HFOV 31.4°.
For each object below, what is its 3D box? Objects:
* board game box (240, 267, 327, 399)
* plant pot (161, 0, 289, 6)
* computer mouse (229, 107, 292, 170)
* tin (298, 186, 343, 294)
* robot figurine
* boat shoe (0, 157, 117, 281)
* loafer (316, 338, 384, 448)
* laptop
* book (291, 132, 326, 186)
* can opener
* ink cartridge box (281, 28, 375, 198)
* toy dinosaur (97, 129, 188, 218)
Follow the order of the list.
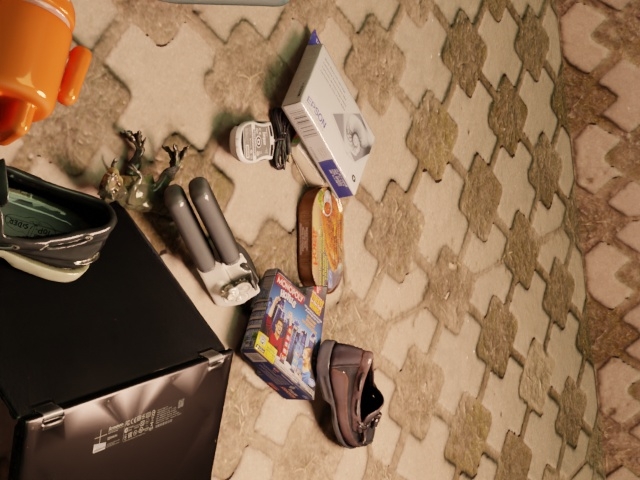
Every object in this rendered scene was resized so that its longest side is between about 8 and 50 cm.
[{"bbox_3d":[-0.057,0.135,1.881,0.194,0.060,0.194,49,47,-45],"label":"board game box"},{"bbox_3d":[-0.142,-0.452,1.626,0.252,0.247,0.248,66,28,-76],"label":"plant pot"},{"bbox_3d":[-0.103,-0.164,1.851,0.193,0.042,0.106,-12,103,-64],"label":"computer mouse"},{"bbox_3d":[0.000,0.000,2.006,0.106,0.040,0.190,6,85,-62],"label":"tin"},{"bbox_3d":[-0.364,-0.226,1.345,0.128,0.158,0.220,85,14,-71],"label":"robot figurine"},{"bbox_3d":[-0.370,-0.044,1.276,0.340,0.113,0.127,26,38,-43],"label":"boat shoe"},{"bbox_3d":[0.068,0.279,1.985,0.303,0.095,0.109,70,27,-50],"label":"loafer"},{"bbox_3d":[-0.316,0.190,1.417,0.382,0.236,0.408,-12,116,-58],"label":"laptop"},{"bbox_3d":[-0.004,-0.179,2.020,0.096,0.035,0.144,59,40,-36],"label":"book"},{"bbox_3d":[-0.160,0.004,1.681,0.280,0.074,0.093,68,5,-52],"label":"can opener"},{"bbox_3d":[0.025,-0.227,2.005,0.223,0.045,0.224,57,35,-36],"label":"ink cartridge box"},{"bbox_3d":[-0.239,-0.086,1.608,0.268,0.064,0.118,25,68,-62],"label":"toy dinosaur"}]
